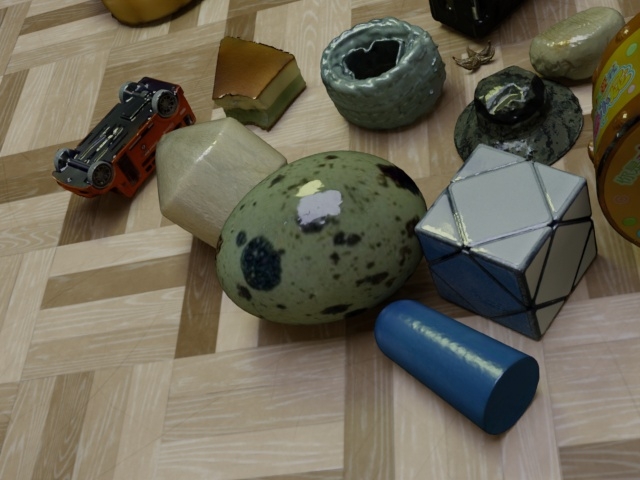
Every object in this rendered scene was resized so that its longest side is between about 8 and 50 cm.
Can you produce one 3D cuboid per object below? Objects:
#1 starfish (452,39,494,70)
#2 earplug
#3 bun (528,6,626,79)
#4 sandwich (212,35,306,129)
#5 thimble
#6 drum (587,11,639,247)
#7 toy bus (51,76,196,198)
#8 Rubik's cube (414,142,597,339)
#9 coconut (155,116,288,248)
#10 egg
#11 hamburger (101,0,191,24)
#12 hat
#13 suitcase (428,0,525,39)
[{"bbox_3d":[0.323,-0.388,1.856,0.091,0.028,0.078,-6,46,22],"label":"starfish"},{"bbox_3d":[0.196,0.181,1.394,0.132,0.132,0.273,-46,47,-16],"label":"earplug"},{"bbox_3d":[0.507,-0.379,1.727,0.188,0.111,0.164,-28,28,0],"label":"bun"},{"bbox_3d":[-0.175,-0.351,1.978,0.220,0.108,0.186,24,65,33],"label":"sandwich"},{"bbox_3d":[0.133,-0.337,1.805,0.250,0.172,0.205,-9,55,19],"label":"thimble"},{"bbox_3d":[0.619,-0.168,1.303,0.431,0.431,0.214,-6,50,18],"label":"drum"},{"bbox_3d":[-0.430,-0.209,1.943,0.143,0.153,0.329,19,61,35],"label":"toy bus"},{"bbox_3d":[0.306,0.000,1.434,0.205,0.205,0.207,26,67,36],"label":"Rubik's cube"},{"bbox_3d":[-0.197,-0.119,1.692,0.266,0.237,0.237,30,60,-10],"label":"coconut"},{"bbox_3d":[0.000,0.000,1.505,0.379,0.287,0.288,-23,48,0],"label":"egg"},{"bbox_3d":[-0.477,-0.784,2.327,0.395,0.277,0.396,-15,45,16],"label":"hamburger"},{"bbox_3d":[0.364,-0.255,1.670,0.265,0.128,0.265,-13,51,16],"label":"hat"},{"bbox_3d":[0.393,-0.649,1.869,0.434,0.283,0.194,-45,54,-14],"label":"suitcase"}]
